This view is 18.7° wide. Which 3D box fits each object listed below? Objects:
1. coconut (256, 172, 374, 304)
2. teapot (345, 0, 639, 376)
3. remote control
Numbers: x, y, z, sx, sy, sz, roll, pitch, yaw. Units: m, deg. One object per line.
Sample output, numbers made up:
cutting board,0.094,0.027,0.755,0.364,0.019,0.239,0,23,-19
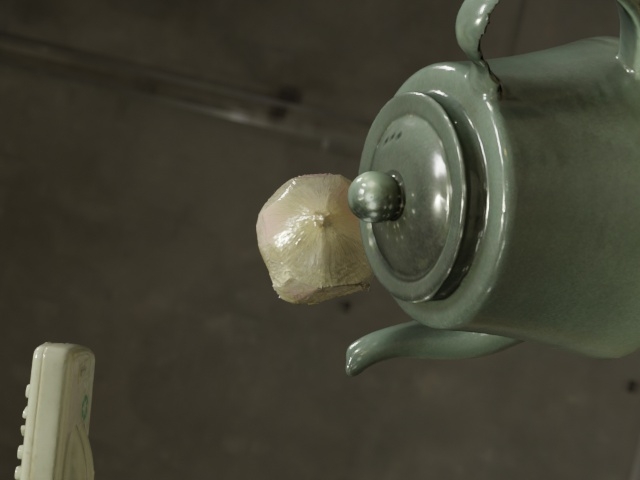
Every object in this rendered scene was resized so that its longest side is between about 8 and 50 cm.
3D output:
coconut,0.000,0.000,1.597,0.124,0.110,0.110,83,-157,-76
teapot,0.082,-0.030,0.935,0.162,0.149,0.239,61,141,44
remote control,-0.189,0.188,1.388,0.090,0.049,0.230,21,-106,-83
